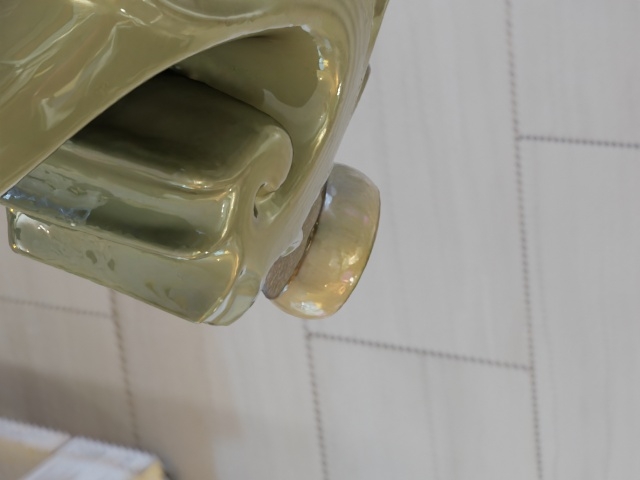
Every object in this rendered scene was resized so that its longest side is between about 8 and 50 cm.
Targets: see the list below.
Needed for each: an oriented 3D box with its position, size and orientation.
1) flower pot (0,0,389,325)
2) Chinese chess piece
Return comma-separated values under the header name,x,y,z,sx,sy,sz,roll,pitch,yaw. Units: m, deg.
name,x,y,z,sx,sy,sz,roll,pitch,yaw
flower pot,-0.101,-0.109,0.713,0.165,0.367,0.254,19,87,26
Chinese chess piece,0.000,0.000,1.214,0.051,0.122,0.122,20,129,-15
